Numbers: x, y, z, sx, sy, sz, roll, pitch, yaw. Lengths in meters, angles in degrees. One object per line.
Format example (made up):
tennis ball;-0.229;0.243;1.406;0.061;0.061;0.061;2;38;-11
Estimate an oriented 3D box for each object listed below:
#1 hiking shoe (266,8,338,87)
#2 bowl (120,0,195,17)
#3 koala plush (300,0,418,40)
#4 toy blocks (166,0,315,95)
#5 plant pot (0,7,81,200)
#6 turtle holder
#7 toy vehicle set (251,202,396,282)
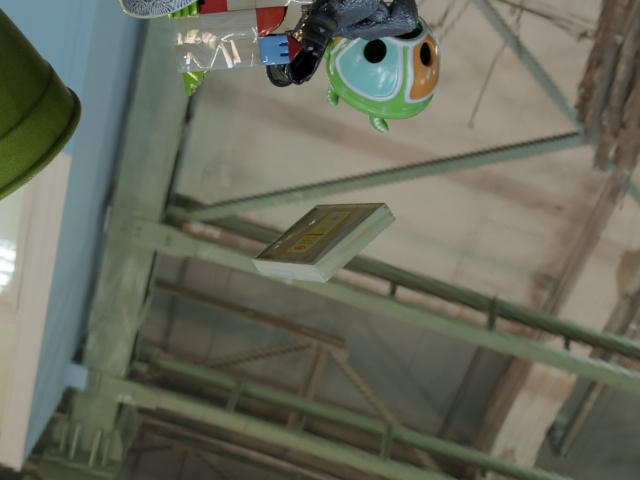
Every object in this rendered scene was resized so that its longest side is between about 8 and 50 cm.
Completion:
hiking shoe;-0.053;-0.333;2.069;0.086;0.227;0.114;27;-120;-13
bowl;-0.197;-0.368;1.419;0.170;0.170;0.080;-20;-108;-43
koala plush;0.060;-0.505;2.108;0.203;0.221;0.196;-6;168;37
toy blocks;-0.123;-0.442;1.886;0.261;0.381;0.191;-4;-164;3
plant pot;-0.592;-0.257;1.614;0.367;0.353;0.366;-16;-144;12
turtle holder;0.130;-0.430;2.514;0.243;0.227;0.320;-19;-121;-24
toy vehicle set;0.000;0.000;1.903;0.166;0.035;0.267;-41;-163;-19
